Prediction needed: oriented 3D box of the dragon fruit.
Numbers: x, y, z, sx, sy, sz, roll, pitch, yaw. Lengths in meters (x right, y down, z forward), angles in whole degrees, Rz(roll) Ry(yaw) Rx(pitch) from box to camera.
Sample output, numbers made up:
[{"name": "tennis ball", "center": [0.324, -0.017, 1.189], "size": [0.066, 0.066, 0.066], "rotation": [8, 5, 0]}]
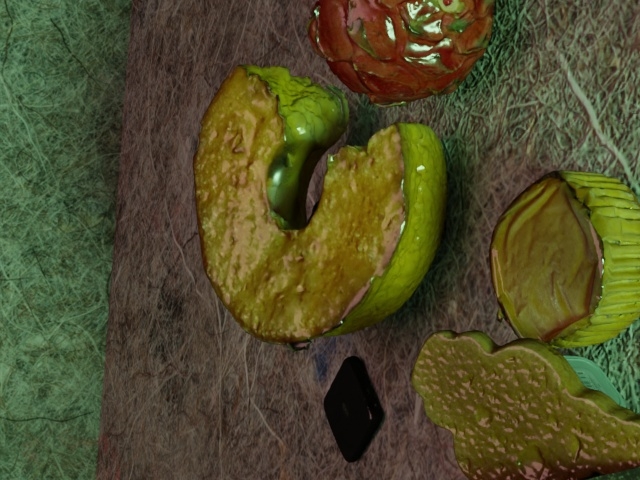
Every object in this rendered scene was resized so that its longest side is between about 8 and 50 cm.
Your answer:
[{"name": "dragon fruit", "center": [0.110, -0.293, 1.374], "size": [0.252, 0.241, 0.240], "rotation": [113, 149, -55]}]

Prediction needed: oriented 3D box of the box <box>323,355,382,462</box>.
[{"name": "box", "center": [0.048, 0.260, 1.622], "size": [0.125, 0.027, 0.126], "rotation": [-66, 35, 38]}]

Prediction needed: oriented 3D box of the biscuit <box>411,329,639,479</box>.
[{"name": "biscuit", "center": [0.218, 0.194, 1.093], "size": [0.295, 0.044, 0.186], "rotation": [40, 117, 31]}]

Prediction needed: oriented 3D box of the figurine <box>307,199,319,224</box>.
[{"name": "figurine", "center": [0.000, 0.000, 1.699], "size": [0.086, 0.087, 0.149], "rotation": [42, 134, 10]}]

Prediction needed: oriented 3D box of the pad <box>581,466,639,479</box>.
[{"name": "pad", "center": [0.274, 0.313, 0.935], "size": [0.004, 0.330, 0.220], "rotation": [63, -167, -59]}]

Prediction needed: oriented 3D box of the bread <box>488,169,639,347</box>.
[{"name": "bread", "center": [0.274, 0.022, 1.144], "size": [0.199, 0.104, 0.199], "rotation": [3, 94, 63]}]

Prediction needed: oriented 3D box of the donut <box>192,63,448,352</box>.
[{"name": "donut", "center": [-0.009, -0.043, 1.535], "size": [0.435, 0.163, 0.377], "rotation": [36, 110, 40]}]

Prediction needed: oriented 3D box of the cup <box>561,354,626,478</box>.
[{"name": "cup", "center": [0.262, 0.211, 1.146], "size": [0.129, 0.095, 0.128], "rotation": [-65, 34, 31]}]
